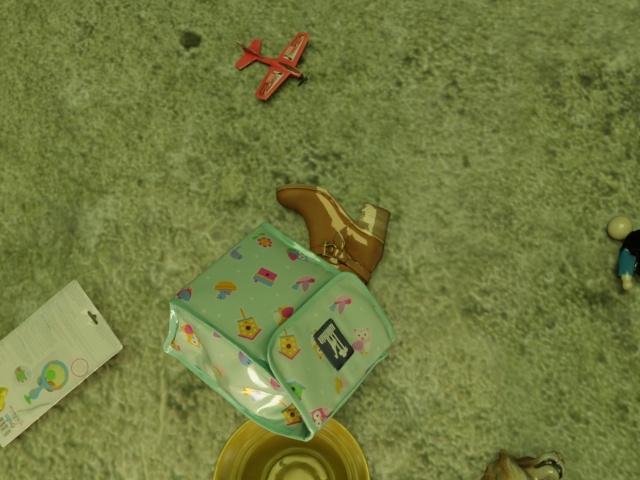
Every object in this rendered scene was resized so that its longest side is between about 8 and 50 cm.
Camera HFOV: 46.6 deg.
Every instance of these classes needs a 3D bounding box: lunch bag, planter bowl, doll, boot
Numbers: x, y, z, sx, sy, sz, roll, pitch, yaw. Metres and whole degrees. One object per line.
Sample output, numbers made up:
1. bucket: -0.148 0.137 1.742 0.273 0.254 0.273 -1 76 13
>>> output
1. lunch bag: -0.050 0.128 1.038 0.262 0.160 0.223 32 46 17
2. planter bowl: -0.035 0.344 1.039 0.217 0.090 0.217 -2 72 6
3. doll: 0.502 0.037 1.112 0.129 0.046 0.189 -36 72 -8
4. boot: 0.000 0.000 1.162 0.197 0.073 0.152 17 80 16

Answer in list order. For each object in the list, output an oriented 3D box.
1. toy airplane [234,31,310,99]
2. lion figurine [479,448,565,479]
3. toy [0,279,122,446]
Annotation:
1. toy airplane: -0.086 -0.308 1.292 0.151 0.028 0.151 -2 70 4
2. lion figurine: 0.318 0.465 0.929 0.142 0.240 0.392 -25 87 7
3. toy: -0.425 0.189 1.148 0.237 0.056 0.137 -39 76 -2
